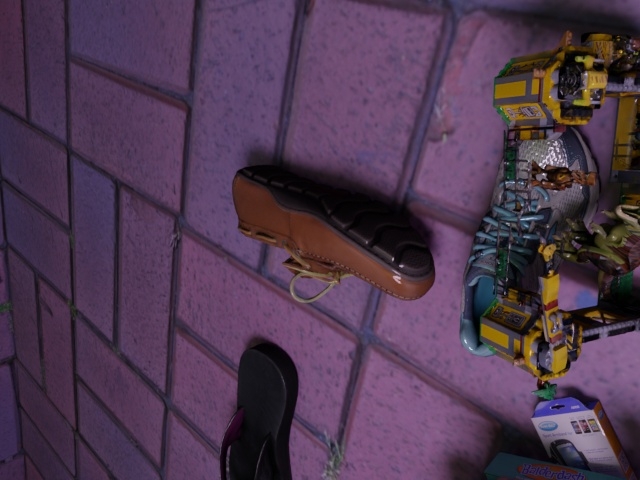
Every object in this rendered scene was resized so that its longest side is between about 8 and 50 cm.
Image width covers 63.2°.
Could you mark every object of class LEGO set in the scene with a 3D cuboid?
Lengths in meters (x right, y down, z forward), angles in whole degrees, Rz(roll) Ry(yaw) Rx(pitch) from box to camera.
[{"bbox_3d":[0.280,-0.016,0.423,0.192,0.255,0.331,-157,72,-66],"label":"LEGO set"}]

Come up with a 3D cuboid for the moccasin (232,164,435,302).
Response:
[{"bbox_3d":[-0.002,0.001,0.760,0.380,0.139,0.147,22,117,36],"label":"moccasin"}]

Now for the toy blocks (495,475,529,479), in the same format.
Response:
[{"bbox_3d":[0.237,0.387,0.557,0.381,0.191,0.261,-23,81,53],"label":"toy blocks"}]

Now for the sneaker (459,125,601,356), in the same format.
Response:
[{"bbox_3d":[0.221,0.008,0.574,0.110,0.122,0.283,20,114,36],"label":"sneaker"}]

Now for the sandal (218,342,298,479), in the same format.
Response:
[{"bbox_3d":[-0.140,0.413,1.021,0.167,0.107,0.446,19,114,37],"label":"sandal"}]

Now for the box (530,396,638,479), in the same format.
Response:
[{"bbox_3d":[0.315,0.251,0.625,0.081,0.028,0.136,-29,80,44],"label":"box"}]

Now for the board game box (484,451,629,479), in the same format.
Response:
[{"bbox_3d":[0.305,0.371,0.625,0.160,0.047,0.210,-9,104,49],"label":"board game box"}]
